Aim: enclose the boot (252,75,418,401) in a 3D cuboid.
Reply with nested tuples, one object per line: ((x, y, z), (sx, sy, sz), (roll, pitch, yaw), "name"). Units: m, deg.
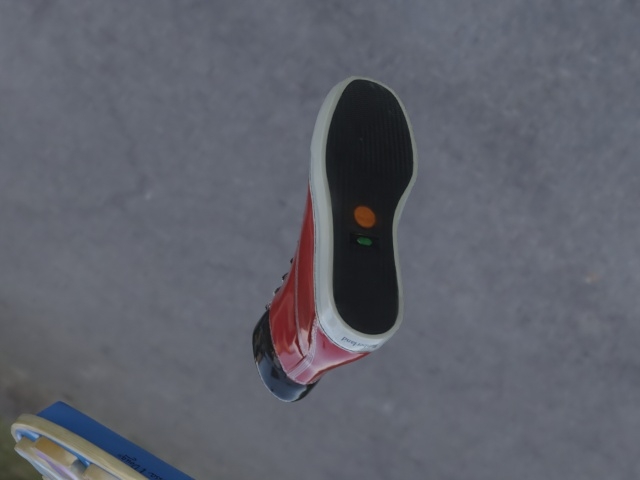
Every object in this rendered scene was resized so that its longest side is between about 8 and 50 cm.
((0.000, 0.000, 1.248), (0.088, 0.244, 0.176), (17, 150, -20), "boot")

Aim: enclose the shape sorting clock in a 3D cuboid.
((-0.072, 0.154, 0.772), (0.206, 0.040, 0.206), (32, 157, 16), "shape sorting clock")
